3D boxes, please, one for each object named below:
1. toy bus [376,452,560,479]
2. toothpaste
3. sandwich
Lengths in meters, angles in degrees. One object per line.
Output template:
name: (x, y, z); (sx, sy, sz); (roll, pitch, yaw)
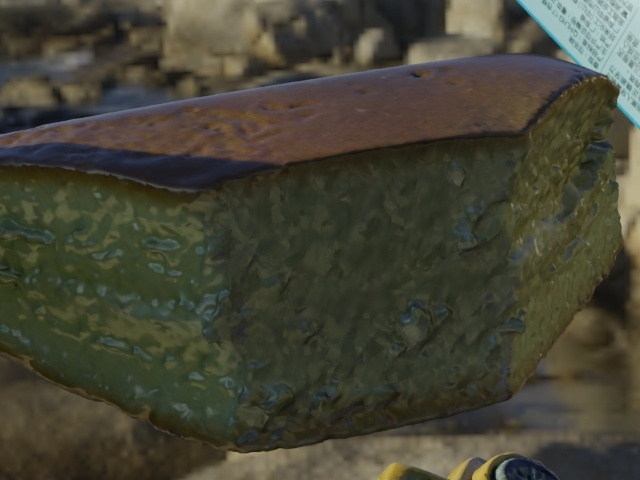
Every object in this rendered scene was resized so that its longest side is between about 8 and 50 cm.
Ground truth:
toy bus: (0.040, 0.225, 0.952); (0.123, 0.121, 0.335); (30, 30, 1)
toothpaste: (0.167, -0.107, 0.910); (0.050, 0.065, 0.267); (-18, 58, -39)
sandwich: (0.000, 0.000, 0.566); (0.258, 0.094, 0.096); (-10, 27, -18)
